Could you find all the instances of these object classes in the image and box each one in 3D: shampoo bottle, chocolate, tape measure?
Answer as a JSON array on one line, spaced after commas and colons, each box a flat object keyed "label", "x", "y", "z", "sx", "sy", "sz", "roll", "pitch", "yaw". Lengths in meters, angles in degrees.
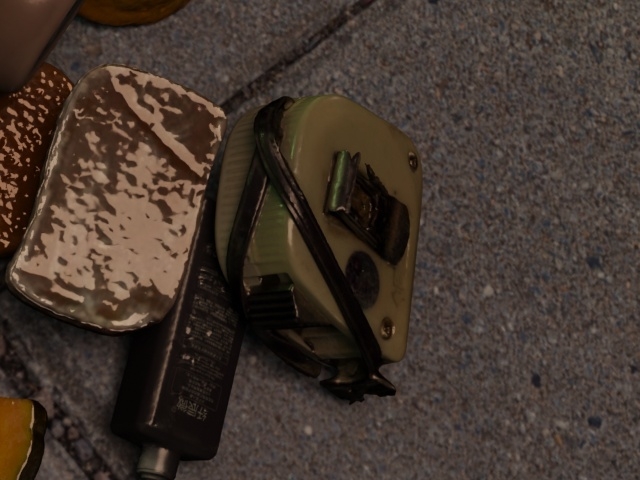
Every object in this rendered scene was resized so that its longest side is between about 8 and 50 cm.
[{"label": "shampoo bottle", "x": -0.130, "y": 0.116, "z": 1.669, "sx": 0.098, "sy": 0.071, "sz": 0.309, "roll": 30, "pitch": 63, "yaw": -39}, {"label": "chocolate", "x": -0.195, "y": -0.031, "z": 1.648, "sx": 0.157, "sy": 0.080, "sz": 0.254, "roll": 21, "pitch": 69, "yaw": -16}, {"label": "tape measure", "x": 0.000, "y": 0.000, "z": 1.689, "sx": 0.231, "sy": 0.133, "sz": 0.271, "roll": 26, "pitch": 67, "yaw": -49}]

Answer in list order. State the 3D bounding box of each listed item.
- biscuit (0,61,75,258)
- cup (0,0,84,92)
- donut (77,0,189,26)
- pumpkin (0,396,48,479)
[{"label": "biscuit", "x": -0.333, "y": -0.052, "z": 1.648, "sx": 0.295, "sy": 0.044, "sz": 0.186, "roll": -42, "pitch": 98, "yaw": -27}, {"label": "cup", "x": -0.306, "y": -0.257, "z": 1.570, "sx": 0.200, "sy": 0.253, "sz": 0.191, "roll": 34, "pitch": 74, "yaw": -7}, {"label": "donut", "x": -0.205, "y": -0.357, "z": 1.749, "sx": 0.277, "sy": 0.108, "sz": 0.277, "roll": 6, "pitch": 74, "yaw": -22}, {"label": "pumpkin", "x": -0.365, "y": 0.185, "z": 1.536, "sx": 0.248, "sy": 0.126, "sz": 0.131, "roll": 12, "pitch": 79, "yaw": -1}]
